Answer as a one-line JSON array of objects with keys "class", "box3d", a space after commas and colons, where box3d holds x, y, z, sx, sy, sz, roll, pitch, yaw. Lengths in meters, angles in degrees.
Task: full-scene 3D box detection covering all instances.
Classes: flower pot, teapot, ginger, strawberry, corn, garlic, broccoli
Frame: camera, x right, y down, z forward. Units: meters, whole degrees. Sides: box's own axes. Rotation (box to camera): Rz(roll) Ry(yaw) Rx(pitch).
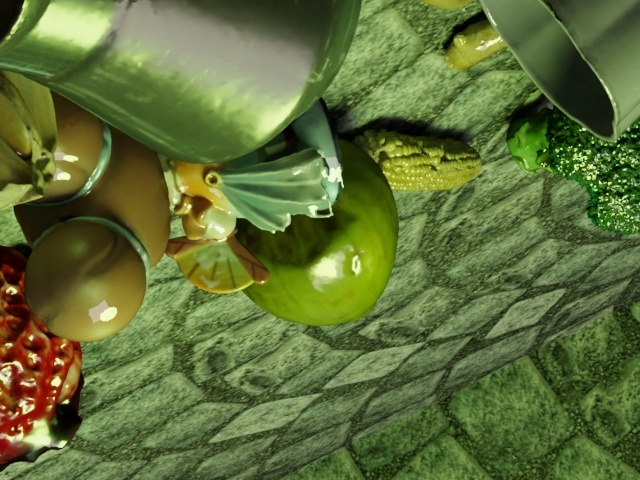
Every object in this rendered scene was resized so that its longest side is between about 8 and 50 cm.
[{"class": "flower pot", "box3d": [0.350, -0.290, 2.026, 0.243, 0.265, 0.265, -39, 160, -3]}, {"class": "teapot", "box3d": [-0.197, -0.228, 1.452, 0.376, 0.305, 0.362, -6, 169, 43]}, {"class": "ginger", "box3d": [0.288, -0.286, 2.185, 0.288, 0.075, 0.089, -25, 138, 5]}, {"class": "strawberry", "box3d": [-0.432, 0.104, 1.967, 0.292, 0.292, 0.310, -24, 120, -12]}, {"class": "corn", "box3d": [0.136, -0.109, 2.409, 0.086, 0.086, 0.288, -39, 160, 28]}, {"class": "garlic", "box3d": [-0.343, -0.107, 1.641, 0.143, 0.178, 0.229, -21, -162, 24]}, {"class": "broccoli", "box3d": [0.396, -0.145, 2.435, 0.298, 0.297, 0.297, -6, 172, -46]}]

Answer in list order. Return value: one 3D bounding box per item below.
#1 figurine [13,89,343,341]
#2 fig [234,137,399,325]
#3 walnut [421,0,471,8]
[{"class": "figurine", "box3d": [-0.171, -0.060, 1.911, 0.388, 0.276, 0.248, -17, -178, -22]}, {"class": "fig", "box3d": [0.000, 0.000, 2.253, 0.239, 0.239, 0.271, -32, 129, 10]}, {"class": "walnut", "box3d": [0.117, -0.328, 1.665, 0.228, 0.228, 0.228, -24, 160, -9]}]
